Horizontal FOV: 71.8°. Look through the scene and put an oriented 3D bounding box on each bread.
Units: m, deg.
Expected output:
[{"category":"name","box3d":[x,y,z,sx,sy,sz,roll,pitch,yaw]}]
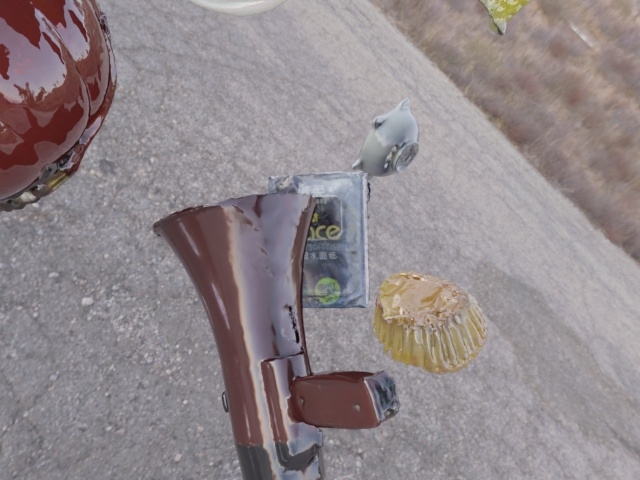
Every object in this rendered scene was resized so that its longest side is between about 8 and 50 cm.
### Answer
[{"category":"bread","box3d":[0.254,0.178,1.040,0.274,0.149,0.274,-5,40,5]}]

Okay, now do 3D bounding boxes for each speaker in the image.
[{"category":"speaker","box3d":[-0.030,0.104,0.500,0.198,0.259,0.330,1,69,-63]}]

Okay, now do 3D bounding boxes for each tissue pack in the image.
[{"category":"tissue pack","box3d":[0.000,0.000,0.778,0.073,0.173,0.236,-22,112,-76]}]

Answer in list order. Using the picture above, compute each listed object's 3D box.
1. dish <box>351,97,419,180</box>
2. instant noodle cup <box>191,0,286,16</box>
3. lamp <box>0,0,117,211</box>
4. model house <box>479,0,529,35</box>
[{"category":"dish","box3d":[0.193,-0.238,1.177,0.227,0.236,0.086,-34,62,-26]},{"category":"instant noodle cup","box3d":[-0.059,-0.250,0.311,0.151,0.151,0.122,20,61,-33]},{"category":"lamp","box3d":[-0.331,-0.146,0.364,0.257,0.303,0.303,65,9,-50]},{"category":"model house","box3d":[0.359,-0.495,0.753,0.175,0.234,0.193,53,33,-11]}]
